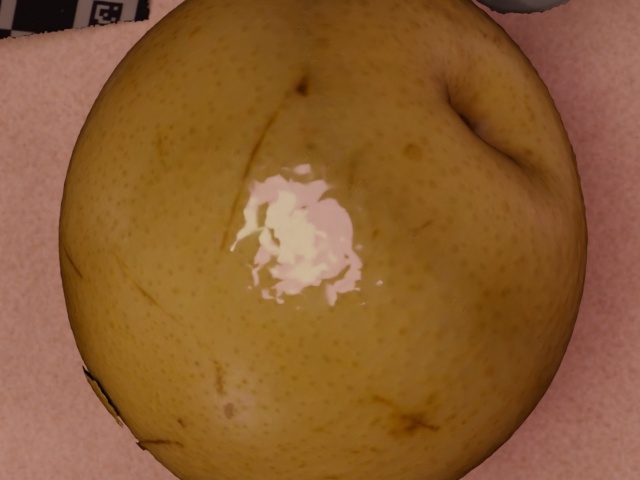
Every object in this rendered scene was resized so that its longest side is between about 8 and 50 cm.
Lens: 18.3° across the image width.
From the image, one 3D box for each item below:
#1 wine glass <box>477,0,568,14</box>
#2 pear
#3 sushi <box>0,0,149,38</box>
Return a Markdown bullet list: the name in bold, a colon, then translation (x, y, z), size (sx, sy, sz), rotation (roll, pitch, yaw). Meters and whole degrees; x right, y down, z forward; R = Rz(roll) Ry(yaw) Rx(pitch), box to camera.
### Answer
- **wine glass**: translation (0.108, -0.259, 1.269), size (0.103, 0.103, 0.231), rotation (-26, 51, 11)
- **pear**: translation (0.000, 0.000, 1.239), size (0.348, 0.348, 0.348), rotation (1, 93, 12)
- **sushi**: translation (-0.259, -0.226, 1.360), size (0.279, 0.043, 0.192), rotation (-8, 128, -9)
